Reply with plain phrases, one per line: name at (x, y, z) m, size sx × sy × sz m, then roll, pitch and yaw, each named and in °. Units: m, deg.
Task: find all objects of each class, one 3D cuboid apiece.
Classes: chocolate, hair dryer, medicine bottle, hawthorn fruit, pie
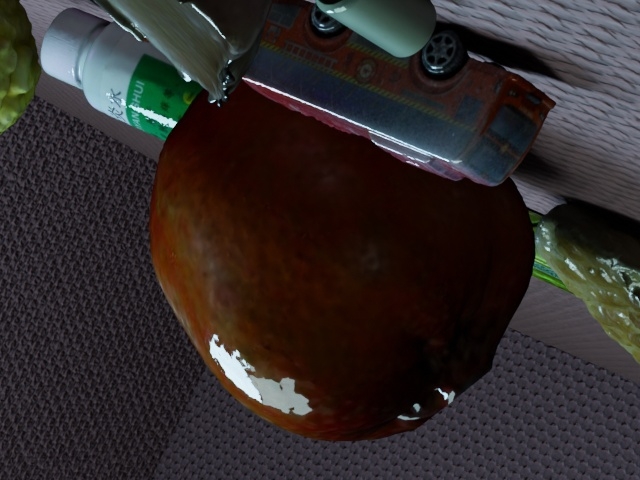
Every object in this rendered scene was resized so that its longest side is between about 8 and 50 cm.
chocolate at (-0.078, -0.154, 0.845) m, size 0.161 × 0.083 × 0.261 m, roll 43°, pitch 174°, yaw -6°
hair dryer at (0.004, -0.139, 0.907) m, size 0.063 × 0.038 × 0.124 m, roll 28°, pitch -178°, yaw -42°
medicine bottle at (-0.129, -0.135, 1.508) m, size 0.260 × 0.095 × 0.095 m, roll 26°, pitch 177°, yaw 19°
hawthorn fruit at (0.010, 0.006, 1.270) m, size 0.311 × 0.295 × 0.295 m, roll 50°, pitch 173°, yaw -8°
pie at (0.257, 0.047, 1.376) m, size 0.195 × 0.046 × 0.195 m, roll 44°, pitch 173°, yaw 7°

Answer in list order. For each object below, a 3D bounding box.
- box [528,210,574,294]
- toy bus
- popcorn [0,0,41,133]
box at (0.286, 0.044, 1.585) m, size 0.311 × 0.043 × 0.173 m, roll 25°, pitch 177°, yaw 12°
toy bus at (0.041, -0.091, 0.980) m, size 0.192 × 0.077 × 0.065 m, roll 25°, pitch 180°, yaw 37°
popcorn at (-0.400, -0.175, 1.564) m, size 0.237 × 0.251 × 0.206 m, roll 45°, pitch -157°, yaw -37°
